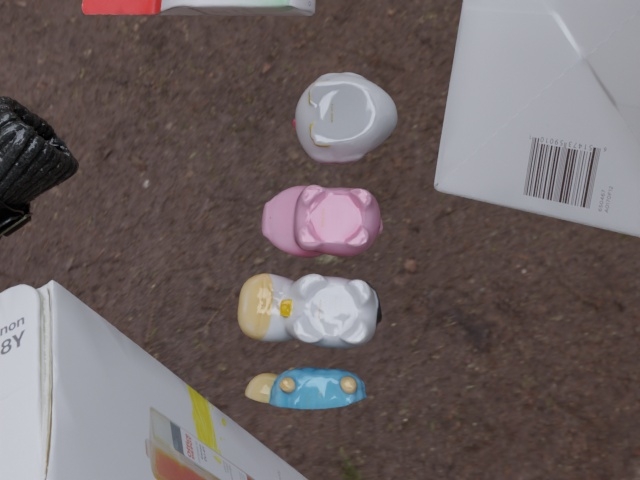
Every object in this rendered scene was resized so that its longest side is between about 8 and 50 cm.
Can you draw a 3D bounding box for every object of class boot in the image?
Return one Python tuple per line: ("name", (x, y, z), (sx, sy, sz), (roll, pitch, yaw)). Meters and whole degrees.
("boot", (-0.433, -0.051, 1.328), (0.131, 0.348, 0.260), (41, 86, -11))

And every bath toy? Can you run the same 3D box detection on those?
("bath toy", (0.000, 0.000, 1.078), (0.151, 0.129, 0.348), (7, 85, 7))

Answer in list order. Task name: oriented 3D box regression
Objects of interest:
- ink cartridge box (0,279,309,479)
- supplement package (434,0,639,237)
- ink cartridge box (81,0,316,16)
("ink cartridge box", (-0.183, 0.235, 0.741), (0.385, 0.279, 0.160), (48, 20, -44))
("supplement package", (0.247, -0.107, 0.694), (0.262, 0.199, 0.198), (0, 102, -45))
("ink cartridge box", (-0.103, -0.269, 0.802), (0.224, 0.056, 0.181), (6, 92, 23))
